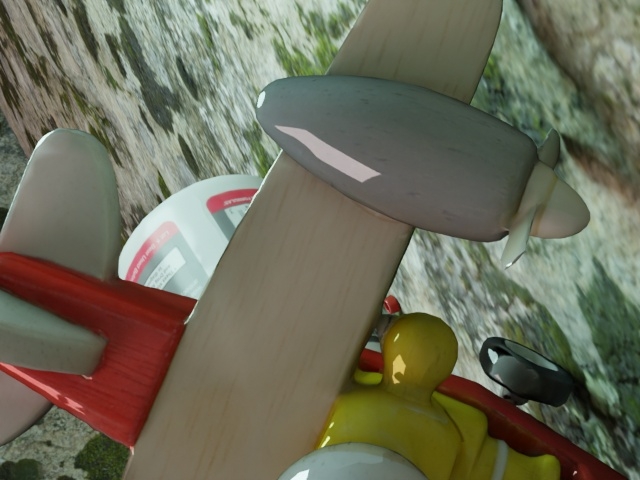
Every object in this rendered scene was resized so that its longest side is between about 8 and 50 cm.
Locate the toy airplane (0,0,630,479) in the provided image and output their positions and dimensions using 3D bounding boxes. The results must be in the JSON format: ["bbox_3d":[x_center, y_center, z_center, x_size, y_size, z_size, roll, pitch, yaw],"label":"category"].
[{"bbox_3d":[-0.022,0.098,0.713,0.272,0.384,0.386,-127,15,-74],"label":"toy airplane"}]

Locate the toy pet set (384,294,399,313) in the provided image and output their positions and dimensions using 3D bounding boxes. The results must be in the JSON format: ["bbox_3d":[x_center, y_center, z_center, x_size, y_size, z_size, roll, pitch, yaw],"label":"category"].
[{"bbox_3d":[0.000,0.000,1.122,0.114,0.065,0.122,48,159,48],"label":"toy pet set"}]

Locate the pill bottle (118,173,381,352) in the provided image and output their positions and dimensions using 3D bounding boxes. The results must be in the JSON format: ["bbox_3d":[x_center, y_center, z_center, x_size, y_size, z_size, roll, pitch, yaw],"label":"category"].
[{"bbox_3d":[-0.033,0.108,1.206,0.318,0.176,0.176,55,164,34],"label":"pill bottle"}]
